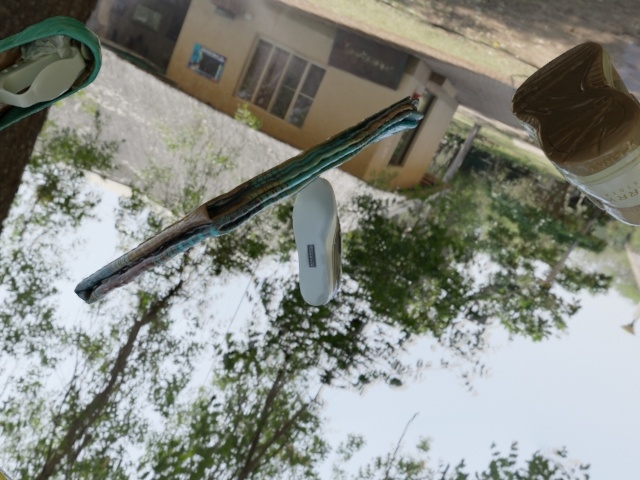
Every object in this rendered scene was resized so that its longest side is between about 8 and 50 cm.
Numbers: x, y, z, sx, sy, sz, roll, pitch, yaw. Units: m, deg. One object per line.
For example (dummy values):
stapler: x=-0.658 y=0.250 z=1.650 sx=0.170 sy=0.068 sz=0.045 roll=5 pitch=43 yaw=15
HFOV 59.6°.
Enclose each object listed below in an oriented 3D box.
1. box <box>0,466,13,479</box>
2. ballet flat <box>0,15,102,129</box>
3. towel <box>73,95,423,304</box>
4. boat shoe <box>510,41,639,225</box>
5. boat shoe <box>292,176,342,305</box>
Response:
box: x=-0.437 y=0.279 z=0.455 sx=0.079 sy=0.257 sz=0.322 roll=36 pitch=-127 yaw=20
ballet flat: x=-0.324 y=-0.145 z=0.546 sx=0.087 sy=0.247 sz=0.083 roll=34 pitch=154 yaw=42
towel: x=-0.067 y=-0.050 z=0.635 sx=0.370 sy=0.271 sz=0.040 roll=-37 pitch=-81 yaw=-46
boat shoe: x=0.308 y=-0.132 z=0.652 sx=0.110 sy=0.121 sz=0.341 roll=46 pitch=-147 yaw=-18
boat shoe: x=0.000 y=0.000 z=0.969 sx=0.077 sy=0.220 sz=0.070 roll=5 pitch=-172 yaw=26
